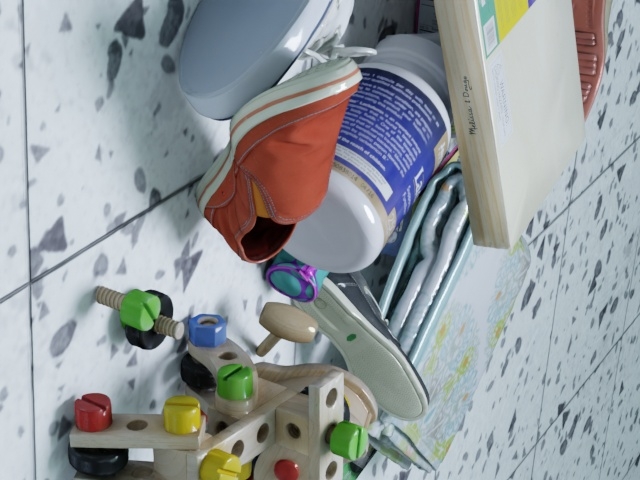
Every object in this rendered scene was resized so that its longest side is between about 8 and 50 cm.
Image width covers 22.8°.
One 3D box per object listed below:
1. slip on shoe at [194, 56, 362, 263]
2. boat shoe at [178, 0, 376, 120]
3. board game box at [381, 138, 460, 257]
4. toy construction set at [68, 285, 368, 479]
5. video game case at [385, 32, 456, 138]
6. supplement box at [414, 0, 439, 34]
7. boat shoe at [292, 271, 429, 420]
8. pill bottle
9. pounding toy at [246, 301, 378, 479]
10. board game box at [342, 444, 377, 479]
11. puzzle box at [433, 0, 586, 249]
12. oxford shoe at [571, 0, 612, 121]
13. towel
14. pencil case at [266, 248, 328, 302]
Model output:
[{"bbox_3d":[-0.030,-0.072,1.476,0.123,0.101,0.331,-27,168,-27],"label":"slip on shoe"},{"bbox_3d":[-0.010,-0.231,1.556,0.156,0.135,0.367,55,47,-41],"label":"boat shoe"},{"bbox_3d":[0.146,-0.102,2.093,0.165,0.042,0.243,-4,109,-64],"label":"board game box"},{"bbox_3d":[-0.097,0.223,1.539,0.257,0.237,0.309,10,96,-66],"label":"toy construction set"},{"bbox_3d":[0.157,-0.189,1.944,0.019,0.157,0.143,-97,-176,-55],"label":"video game case"},{"bbox_3d":[0.190,-0.340,1.954,0.111,0.114,0.220,-42,143,-51],"label":"supplement box"},{"bbox_3d":[0.061,0.113,1.889,0.233,0.084,0.079,53,39,-14],"label":"boat shoe"},{"bbox_3d":[0.052,-0.102,1.756,0.265,0.153,0.153,-55,150,-36],"label":"pill bottle"},{"bbox_3d":[-0.019,0.194,1.757,0.155,0.154,0.270,-68,175,-59],"label":"pounding toy"},{"bbox_3d":[0.037,0.265,2.108,0.260,0.030,0.136,-48,147,-44],"label":"board game box"},{"bbox_3d":[0.219,-0.232,1.822,0.272,0.052,0.409,-49,136,-46],"label":"puzzle box"},{"bbox_3d":[0.369,-0.300,2.336,0.146,0.140,0.397,-16,120,-68],"label":"oxford shoe"},{"bbox_3d":[0.155,0.114,2.107,0.374,0.090,0.320,-64,157,-10],"label":"towel"},{"bbox_3d":[0.000,0.000,1.808,0.064,0.070,0.152,43,55,-14],"label":"pencil case"}]
